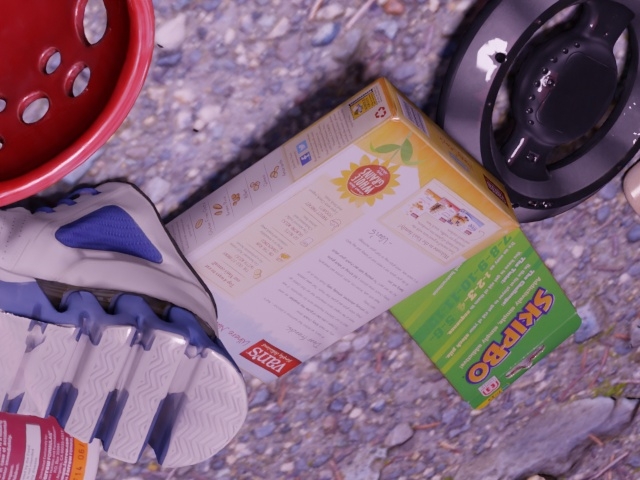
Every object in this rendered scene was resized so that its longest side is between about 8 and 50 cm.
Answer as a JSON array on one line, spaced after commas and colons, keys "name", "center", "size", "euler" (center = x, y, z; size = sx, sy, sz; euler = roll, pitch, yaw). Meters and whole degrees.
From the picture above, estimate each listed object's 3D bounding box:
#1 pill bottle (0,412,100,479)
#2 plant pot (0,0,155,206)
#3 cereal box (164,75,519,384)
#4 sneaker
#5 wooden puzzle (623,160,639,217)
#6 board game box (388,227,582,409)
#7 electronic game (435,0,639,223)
[{"name": "pill bottle", "center": [-0.272, 0.140, 1.285], "size": [0.221, 0.121, 0.121], "euler": [13, 119, -42]}, {"name": "plant pot", "center": [-0.208, -0.138, 1.029], "size": [0.191, 0.174, 0.191], "euler": [-19, 136, -19]}, {"name": "cereal box", "center": [0.000, 0.000, 1.356], "size": [0.240, 0.047, 0.173], "euler": [-32, 139, 18]}, {"name": "sneaker", "center": [-0.198, 0.028, 1.235], "size": [0.315, 0.182, 0.127], "euler": [23, 114, -13]}, {"name": "wooden puzzle", "center": [0.387, -0.059, 1.626], "size": [0.221, 0.044, 0.239], "euler": [-41, 135, 6]}, {"name": "board game box", "center": [0.121, 0.040, 1.531], "size": [0.124, 0.039, 0.259], "euler": [-39, 136, 1]}, {"name": "electronic game", "center": [0.182, -0.116, 1.413], "size": [0.229, 0.048, 0.229], "euler": [-19, 129, -26]}]
